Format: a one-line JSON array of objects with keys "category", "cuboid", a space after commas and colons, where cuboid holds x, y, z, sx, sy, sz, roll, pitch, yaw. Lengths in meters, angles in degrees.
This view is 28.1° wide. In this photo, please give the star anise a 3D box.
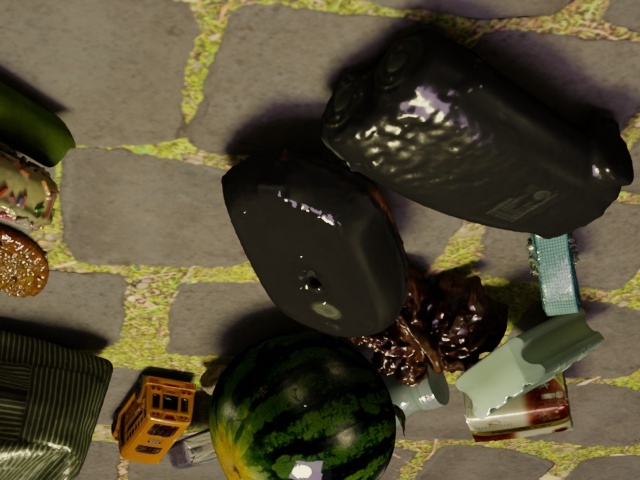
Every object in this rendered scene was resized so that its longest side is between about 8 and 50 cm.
[{"category": "star anise", "cuboid": [0.135, 0.122, 1.665, 0.220, 0.126, 0.190, 3, 151, -14]}]

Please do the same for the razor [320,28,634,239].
[{"category": "razor", "cuboid": [0.170, -0.097, 1.337, 0.326, 0.107, 0.189, 21, 141, -33]}]

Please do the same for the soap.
[{"category": "soap", "cuboid": [0.278, 0.159, 1.687, 0.119, 0.067, 0.198, -44, 164, 34]}]

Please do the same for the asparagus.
[{"category": "asparagus", "cuboid": [-0.357, -0.152, 1.251, 0.067, 0.060, 0.277, 0, 158, 37]}]

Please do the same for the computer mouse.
[{"category": "computer mouse", "cuboid": [0.001, -0.004, 1.455, 0.182, 0.116, 0.323, 4, 147, 19]}]

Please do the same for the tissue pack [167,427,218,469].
[{"category": "tissue pack", "cuboid": [-0.165, 0.307, 1.924, 0.112, 0.051, 0.156, -16, 173, -20]}]

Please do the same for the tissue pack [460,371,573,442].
[{"category": "tissue pack", "cuboid": [0.287, 0.232, 1.867, 0.148, 0.099, 0.106, -11, 147, 11]}]

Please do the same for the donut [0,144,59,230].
[{"category": "donut", "cuboid": [-0.345, -0.070, 1.308, 0.174, 0.068, 0.174, 26, 180, 0]}]

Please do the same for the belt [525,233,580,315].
[{"category": "belt", "cuboid": [0.282, 0.007, 1.555, 0.065, 0.100, 0.179, -8, 132, 10]}]

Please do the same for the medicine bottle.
[{"category": "medicine bottle", "cuboid": [0.079, 0.240, 1.873, 0.216, 0.090, 0.090, -22, 143, 26]}]

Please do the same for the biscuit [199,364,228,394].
[{"category": "biscuit", "cuboid": [-0.091, 0.234, 1.882, 0.061, 0.055, 0.219, -29, 141, 26]}]

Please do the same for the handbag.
[{"category": "handbag", "cuboid": [-0.464, 0.260, 1.742, 0.240, 0.247, 0.340, 29, 140, -23]}]

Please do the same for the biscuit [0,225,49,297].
[{"category": "biscuit", "cuboid": [-0.415, 0.018, 1.544, 0.206, 0.025, 0.126, 20, 141, -32]}]

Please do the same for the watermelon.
[{"category": "watermelon", "cuboid": [-0.024, 0.250, 1.732, 0.268, 0.269, 0.269, -2, 148, -1]}]

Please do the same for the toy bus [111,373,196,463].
[{"category": "toy bus", "cuboid": [-0.252, 0.272, 1.897, 0.083, 0.088, 0.194, 12, 145, -20]}]
